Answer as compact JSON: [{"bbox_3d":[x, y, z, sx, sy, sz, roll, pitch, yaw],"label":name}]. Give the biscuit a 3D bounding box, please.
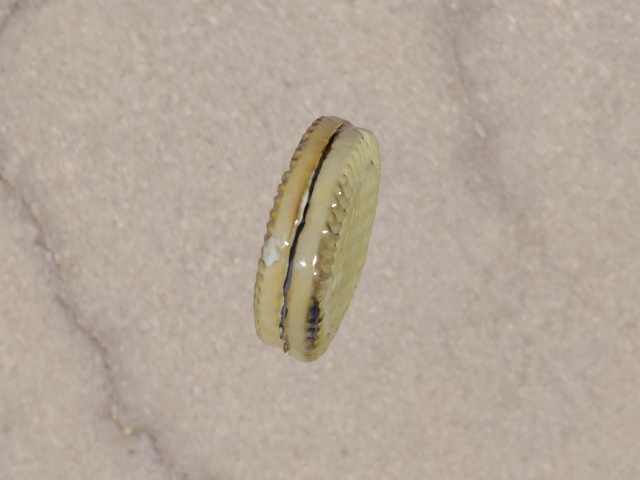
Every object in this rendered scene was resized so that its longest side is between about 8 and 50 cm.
[{"bbox_3d":[0.000,0.000,1.340,0.079,0.259,0.259,16,125,10],"label":"biscuit"}]
